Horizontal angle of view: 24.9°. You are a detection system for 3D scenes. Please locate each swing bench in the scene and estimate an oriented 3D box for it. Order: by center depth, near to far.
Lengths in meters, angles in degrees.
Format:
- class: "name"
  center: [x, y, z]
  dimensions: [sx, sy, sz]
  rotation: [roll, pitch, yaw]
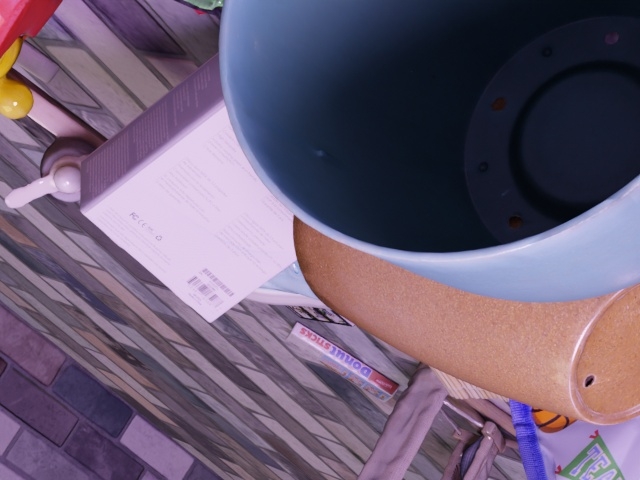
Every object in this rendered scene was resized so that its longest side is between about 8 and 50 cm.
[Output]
- class: "swing bench"
  center: [0.155, 0.323, 1.940]
  dimensions: [0.254, 0.253, 0.165]
  rotation: [41, 161, -26]

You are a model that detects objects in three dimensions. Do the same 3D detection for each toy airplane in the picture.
- class: "toy airplane"
  center: [-0.360, -0.183, 1.416]
  dimensions: [0.386, 0.272, 0.384]
  rotation: [22, 161, 28]

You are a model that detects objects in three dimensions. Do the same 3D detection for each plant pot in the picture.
- class: "plant pot"
  center: [0.124, -0.095, 0.835]
  dimensions: [0.293, 0.293, 0.235]
  rotation: [21, 173, 31]
- class: "plant pot"
  center: [0.144, 0.017, 1.037]
  dimensions: [0.254, 0.237, 0.237]
  rotation: [42, 175, 47]

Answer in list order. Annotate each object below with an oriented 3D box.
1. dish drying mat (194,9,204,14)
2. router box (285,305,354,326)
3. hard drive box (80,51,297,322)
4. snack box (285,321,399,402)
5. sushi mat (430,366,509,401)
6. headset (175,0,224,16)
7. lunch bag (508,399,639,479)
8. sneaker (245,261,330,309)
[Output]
- class: "dish drying mat"
  center: [-0.128, -0.236, 1.317]
  dimensions: [0.032, 0.008, 0.083]
  rotation: [7, 149, 52]
- class: "router box"
  center: [-0.041, 0.039, 1.852]
  dimensions: [0.179, 0.046, 0.133]
  rotation: [42, 161, -27]
- class: "hard drive box"
  center: [-0.074, -0.061, 1.325]
  dimensions: [0.181, 0.232, 0.089]
  rotation: [44, -160, -32]
- class: "snack box"
  center: [0.031, 0.182, 2.158]
  dimensions: [0.178, 0.022, 0.064]
  rotation: [32, 162, 0]
- class: "sushi mat"
  center: [0.137, 0.090, 1.441]
  dimensions: [0.151, 0.019, 0.316]
  rotation: [4, 150, 33]
- class: "headset"
  center: [-0.148, -0.273, 0.950]
  dimensions: [0.243, 0.185, 0.394]
  rotation: [21, 156, 31]
- class: "lunch bag"
  center: [0.388, 0.189, 1.145]
  dimensions: [0.385, 0.239, 0.328]
  rotation: [-23, 134, 19]
- class: "sneaker"
  center: [0.000, 0.000, 1.557]
  dimensions: [0.366, 0.135, 0.150]
  rotation: [14, 156, 18]
